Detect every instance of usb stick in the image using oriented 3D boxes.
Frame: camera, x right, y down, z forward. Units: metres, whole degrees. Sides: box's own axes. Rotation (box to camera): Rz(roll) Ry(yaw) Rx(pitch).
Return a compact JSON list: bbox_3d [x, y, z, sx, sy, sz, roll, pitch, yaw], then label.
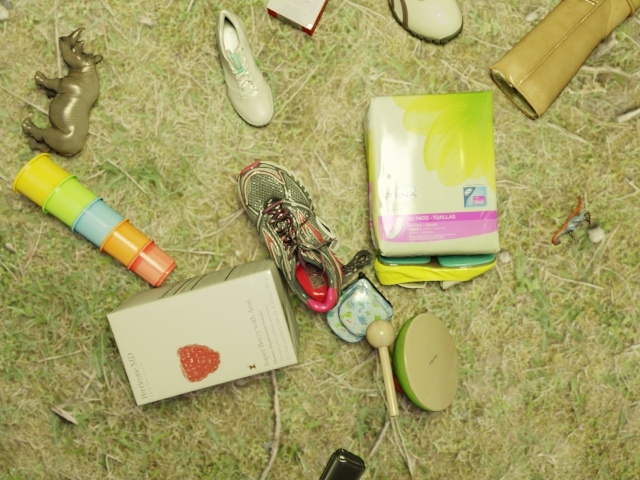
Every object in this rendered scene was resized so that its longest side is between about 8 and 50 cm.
[{"bbox_3d":[0.002,0.557,1.154,0.077,0.045,0.278,26,96,-10],"label":"usb stick"}]

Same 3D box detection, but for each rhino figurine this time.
[{"bbox_3d":[-0.464,-0.272,1.036,0.106,0.073,0.243,17,95,1],"label":"rhino figurine"}]

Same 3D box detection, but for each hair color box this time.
[{"bbox_3d":[-0.020,-0.475,1.024,0.093,0.053,0.167,27,97,-2],"label":"hair color box"}]

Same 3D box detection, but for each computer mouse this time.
[{"bbox_3d":[0.000,0.000,1.089,0.106,0.042,0.193,-42,100,11],"label":"computer mouse"}]

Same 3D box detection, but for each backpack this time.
[{"bbox_3d":[0.070,0.137,1.083,0.114,0.084,0.105,-41,93,8],"label":"backpack"}]

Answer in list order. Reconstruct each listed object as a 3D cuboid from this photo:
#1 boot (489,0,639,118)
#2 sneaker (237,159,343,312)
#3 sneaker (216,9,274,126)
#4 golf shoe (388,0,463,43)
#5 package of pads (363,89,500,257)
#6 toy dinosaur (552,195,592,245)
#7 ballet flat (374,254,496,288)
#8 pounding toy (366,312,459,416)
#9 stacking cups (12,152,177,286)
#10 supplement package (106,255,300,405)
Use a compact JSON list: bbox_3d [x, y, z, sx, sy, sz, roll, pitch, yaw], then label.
[{"bbox_3d":[0.414,-0.400,1.020,0.236,0.089,0.269,44,96,-5],"label":"boot"},{"bbox_3d":[-0.044,-0.009,1.007,0.121,0.112,0.299,-31,102,8],"label":"sneaker"},{"bbox_3d":[-0.146,-0.311,1.022,0.080,0.094,0.212,-20,97,1],"label":"sneaker"},{"bbox_3d":[0.158,-0.469,0.994,0.105,0.120,0.273,-41,97,3],"label":"golf shoe"},{"bbox_3d":[0.198,-0.118,1.033,0.229,0.101,0.296,-2,88,0],"label":"package of pads"},{"bbox_3d":[0.487,-0.028,1.100,0.082,0.047,0.090,-22,63,11],"label":"toy dinosaur"},{"bbox_3d":[0.219,0.057,1.088,0.231,0.077,0.077,-1,118,2],"label":"ballet flat"},{"bbox_3d":[0.156,0.236,1.068,0.110,0.237,0.182,-18,72,41],"label":"pounding toy"},{"bbox_3d":[-0.412,-0.032,1.053,0.316,0.096,0.096,37,95,-4],"label":"stacking cups"},{"bbox_3d":[-0.201,0.158,1.037,0.293,0.175,0.177,-16,98,2],"label":"supplement package"}]
